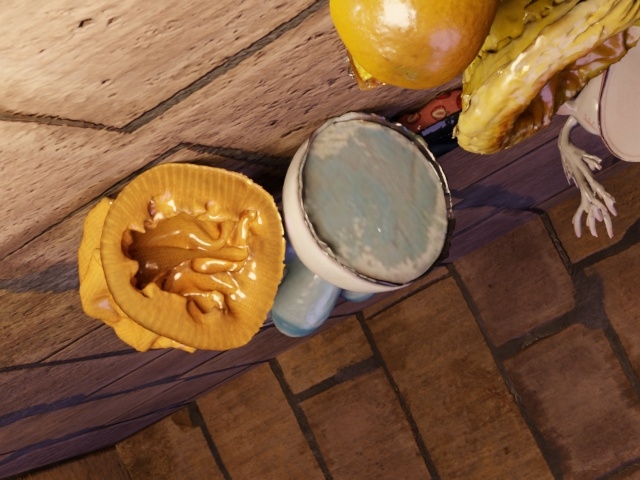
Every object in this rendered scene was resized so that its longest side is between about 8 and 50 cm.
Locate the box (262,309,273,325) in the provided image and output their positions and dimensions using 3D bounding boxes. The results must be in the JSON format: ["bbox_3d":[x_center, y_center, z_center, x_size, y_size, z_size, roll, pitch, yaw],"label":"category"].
[{"bbox_3d":[-0.038,0.064,2.098,0.220,0.091,0.274,-22,169,-18],"label":"box"}]

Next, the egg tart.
[{"bbox_3d":[0.247,-0.221,1.176,0.341,0.132,0.341,-36,172,-6],"label":"egg tart"}]

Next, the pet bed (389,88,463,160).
[{"bbox_3d":[0.161,-0.154,1.598,0.201,0.053,0.201,-27,170,-5],"label":"pet bed"}]

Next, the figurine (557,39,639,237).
[{"bbox_3d":[0.468,-0.158,1.790,0.206,0.284,0.316,-25,-178,0],"label":"figurine"}]

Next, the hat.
[{"bbox_3d":[-0.207,0.029,1.354,0.233,0.233,0.244,-12,-145,47],"label":"hat"}]

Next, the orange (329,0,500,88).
[{"bbox_3d":[0.080,-0.189,0.975,0.160,0.112,0.170,-10,161,41],"label":"orange"}]

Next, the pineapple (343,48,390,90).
[{"bbox_3d":[0.066,-0.196,1.144,0.116,0.069,0.137,-28,163,40],"label":"pineapple"}]

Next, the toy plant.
[{"bbox_3d":[0.000,0.000,1.513,0.247,0.247,0.332,-20,170,-35],"label":"toy plant"}]
